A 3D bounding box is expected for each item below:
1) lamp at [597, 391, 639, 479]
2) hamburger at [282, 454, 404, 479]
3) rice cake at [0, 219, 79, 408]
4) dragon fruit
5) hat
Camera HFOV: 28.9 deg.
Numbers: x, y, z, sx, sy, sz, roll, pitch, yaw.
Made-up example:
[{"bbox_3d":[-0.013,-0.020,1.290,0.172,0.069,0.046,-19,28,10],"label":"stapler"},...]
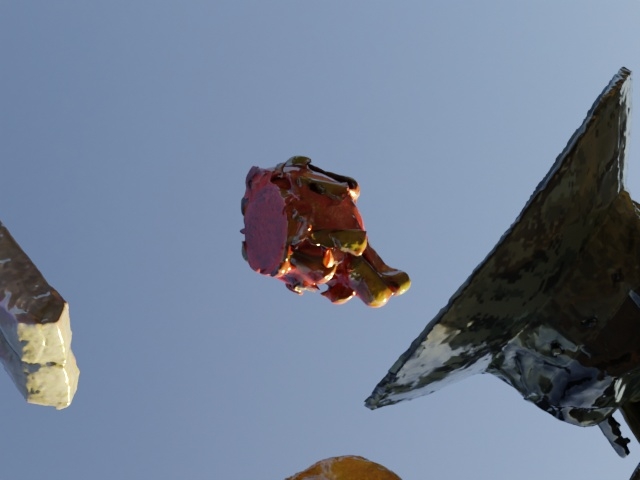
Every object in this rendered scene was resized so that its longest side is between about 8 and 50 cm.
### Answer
[{"bbox_3d":[0.432,0.260,1.241,0.272,0.205,0.374,8,-132,-51],"label":"lamp"},{"bbox_3d":[0.068,0.370,1.450,0.157,0.144,0.283,-31,-102,-33],"label":"hamburger"},{"bbox_3d":[-0.287,0.011,1.022,0.050,0.106,0.298,-25,-130,-27],"label":"rice cake"},{"bbox_3d":[0.000,0.000,1.291,0.208,0.133,0.150,32,-126,5],"label":"dragon fruit"},{"bbox_3d":[0.148,0.032,0.717,0.128,0.265,0.265,37,-143,10],"label":"hat"}]
